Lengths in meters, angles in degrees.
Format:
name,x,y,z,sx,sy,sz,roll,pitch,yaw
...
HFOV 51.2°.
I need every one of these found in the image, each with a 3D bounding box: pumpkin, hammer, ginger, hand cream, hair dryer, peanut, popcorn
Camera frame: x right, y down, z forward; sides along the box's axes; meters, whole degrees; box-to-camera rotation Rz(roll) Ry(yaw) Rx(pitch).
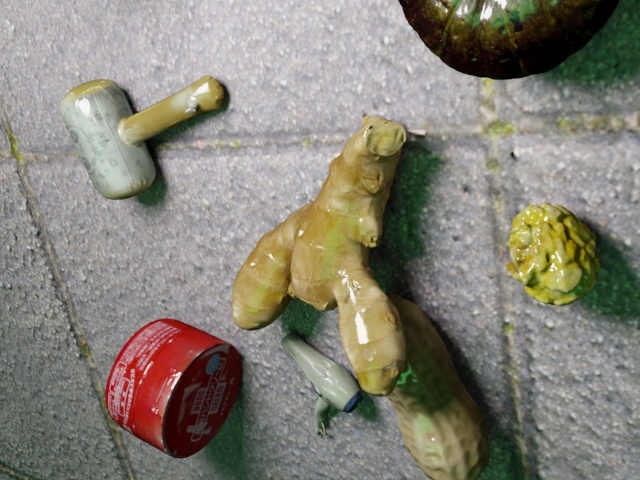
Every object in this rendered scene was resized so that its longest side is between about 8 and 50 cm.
name,x,y,z,sx,sy,sz,roll,pitch,yaw
pumpkin,0.185,-0.275,0.664,0.237,0.159,0.238,16,119,32
hammer,-0.274,-0.189,1.078,0.305,0.113,0.202,-14,108,30
ginger,0.005,-0.001,0.952,0.363,0.122,0.349,18,98,57
hand cream,-0.264,0.263,1.211,0.149,0.230,0.230,18,122,24
hair dryer,-0.017,0.246,1.157,0.167,0.067,0.199,51,146,14
peanut,0.147,0.211,0.964,0.299,0.120,0.136,64,172,-4
popcorn,0.267,0.019,0.788,0.121,0.116,0.106,51,148,2
